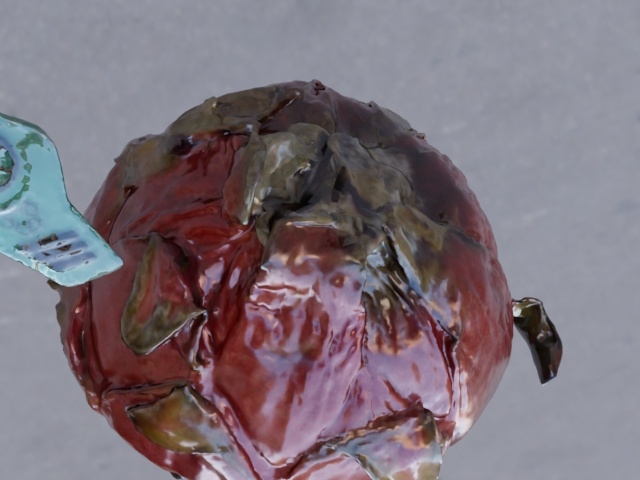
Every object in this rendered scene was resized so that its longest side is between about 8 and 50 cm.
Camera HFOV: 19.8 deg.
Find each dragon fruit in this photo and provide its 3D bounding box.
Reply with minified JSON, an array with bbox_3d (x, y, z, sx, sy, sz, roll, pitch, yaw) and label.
[{"bbox_3d":[-0.004,0.000,0.835,0.218,0.224,0.148,-37,159,-31],"label":"dragon fruit"}]

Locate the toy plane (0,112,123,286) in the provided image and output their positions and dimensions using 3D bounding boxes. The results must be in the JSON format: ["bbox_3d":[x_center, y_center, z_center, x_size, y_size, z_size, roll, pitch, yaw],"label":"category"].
[{"bbox_3d":[-0.269,0.039,0.727,0.381,0.106,0.155,-29,125,15],"label":"toy plane"}]
